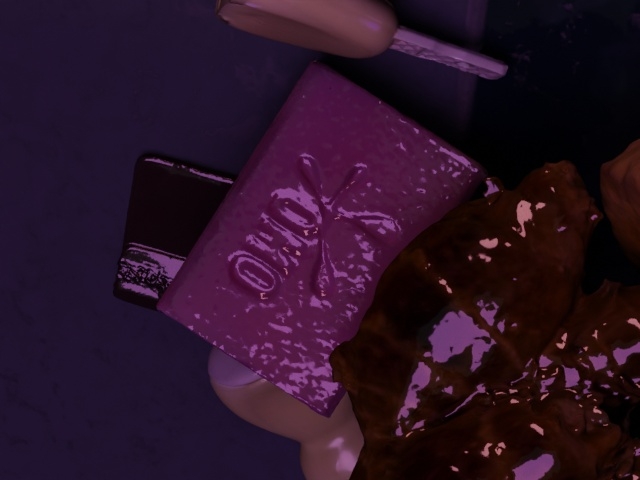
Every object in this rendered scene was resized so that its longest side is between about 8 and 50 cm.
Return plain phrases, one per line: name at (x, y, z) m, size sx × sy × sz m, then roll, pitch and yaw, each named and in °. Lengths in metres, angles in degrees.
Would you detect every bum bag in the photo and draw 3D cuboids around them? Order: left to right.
bum bag at (-0.131, 0.001, 1.782) m, size 0.109 × 0.026 × 0.159 m, roll 15°, pitch 120°, yaw 6°

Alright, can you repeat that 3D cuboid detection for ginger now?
ginger at (0.145, 0.118, 1.518) m, size 0.274 × 0.152 × 0.358 m, roll -1°, pitch 81°, yaw 26°

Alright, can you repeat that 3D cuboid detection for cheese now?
cheese at (0.038, -0.179, 1.612) m, size 0.251 × 0.127 × 0.054 m, roll 18°, pitch 81°, yaw -10°

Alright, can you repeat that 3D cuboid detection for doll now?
doll at (-0.007, 0.144, 1.789) m, size 0.141 × 0.117 × 0.296 m, roll -30°, pitch 122°, yaw 10°

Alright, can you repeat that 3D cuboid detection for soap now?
soap at (0.000, 0.000, 1.650) m, size 0.181 × 0.081 × 0.259 m, roll 34°, pitch 91°, yaw 2°

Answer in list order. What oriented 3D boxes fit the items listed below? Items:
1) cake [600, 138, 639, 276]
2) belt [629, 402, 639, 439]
cake at (0.425, -0.034, 1.490) m, size 0.321 × 0.332 × 0.332 m, roll -42°, pitch 104°, yaw -5°
belt at (0.269, 0.195, 1.626) m, size 0.289 × 0.164 × 0.184 m, roll 30°, pitch 88°, yaw 21°
